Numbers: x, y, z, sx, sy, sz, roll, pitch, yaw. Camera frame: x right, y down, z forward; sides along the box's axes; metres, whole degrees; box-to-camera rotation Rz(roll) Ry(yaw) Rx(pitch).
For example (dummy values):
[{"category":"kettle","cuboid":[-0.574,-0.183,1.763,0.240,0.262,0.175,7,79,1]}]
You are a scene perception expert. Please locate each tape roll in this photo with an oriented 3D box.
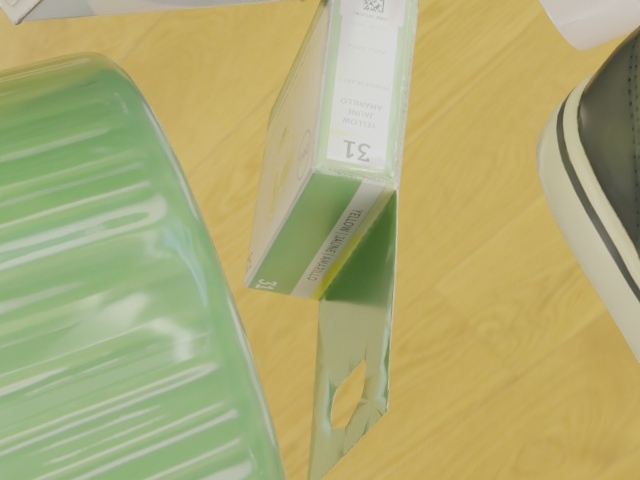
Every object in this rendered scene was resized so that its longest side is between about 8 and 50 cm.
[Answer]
[{"category":"tape roll","cuboid":[0.303,-0.370,1.922,0.100,0.286,0.286,-22,103,23]}]

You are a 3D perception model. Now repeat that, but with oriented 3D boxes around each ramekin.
[{"category":"ramekin","cuboid":[-0.125,0.059,0.769,0.148,0.303,0.303,-19,109,-12]}]

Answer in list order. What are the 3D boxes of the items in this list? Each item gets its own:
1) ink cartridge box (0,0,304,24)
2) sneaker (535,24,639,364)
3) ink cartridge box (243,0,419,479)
[{"category":"ink cartridge box","cuboid":[-0.097,-0.249,0.759,0.130,0.309,0.272,-38,85,23]},{"category":"sneaker","cuboid":[0.192,0.049,0.531,0.321,0.126,0.127,59,139,18]},{"category":"ink cartridge box","cuboid":[0.000,0.000,0.890,0.056,0.235,0.171,12,156,-10]}]
